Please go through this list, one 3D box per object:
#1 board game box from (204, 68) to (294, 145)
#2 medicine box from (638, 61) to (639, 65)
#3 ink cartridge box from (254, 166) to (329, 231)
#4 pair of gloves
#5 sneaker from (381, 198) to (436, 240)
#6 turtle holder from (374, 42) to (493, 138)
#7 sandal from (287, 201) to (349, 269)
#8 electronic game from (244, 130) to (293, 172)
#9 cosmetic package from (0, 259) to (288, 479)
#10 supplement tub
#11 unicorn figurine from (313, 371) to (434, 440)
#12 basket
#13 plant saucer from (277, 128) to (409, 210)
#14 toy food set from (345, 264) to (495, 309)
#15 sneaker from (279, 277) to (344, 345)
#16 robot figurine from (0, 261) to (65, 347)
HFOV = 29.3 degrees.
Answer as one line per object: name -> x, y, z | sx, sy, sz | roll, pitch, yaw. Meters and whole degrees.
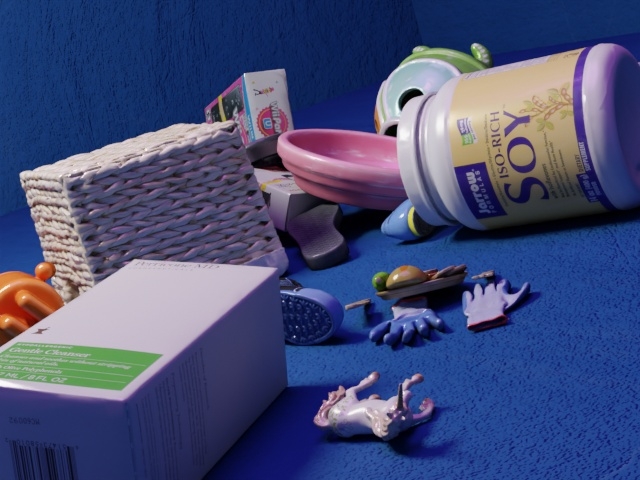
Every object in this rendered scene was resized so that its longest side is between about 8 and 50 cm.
board game box -> -0.149, -0.218, 2.623 | 0.097, 0.224, 0.303 | -8, -5, -24
medicine box -> 0.561, -0.223, 1.991 | 0.263, 0.149, 0.289 | -14, 5, 11
ink cartridge box -> -0.071, -0.077, 2.218 | 0.127, 0.072, 0.175 | -6, 21, -45
pair of gloves -> 0.158, 0.084, 1.489 | 0.198, 0.023, 0.159 | -14, 12, 12
sneaker -> 0.175, -0.054, 1.989 | 0.082, 0.069, 0.209 | -10, 13, 42
turtle holder -> 0.254, -0.228, 2.391 | 0.320, 0.243, 0.227 | 29, 47, 14
sandal -> -0.001, 0.001, 2.038 | 0.097, 0.054, 0.254 | -22, 21, 6
electronic game -> -0.112, -0.143, 2.347 | 0.229, 0.048, 0.229 | -22, -17, -7
cosmetic package -> -0.189, 0.149, 1.267 | 0.197, 0.155, 0.365 | 2, 19, 19
supplement tub -> 0.305, -0.143, 1.806 | 0.331, 0.241, 0.241 | -9, 14, 31
unicorn figurine -> 0.060, 0.164, 1.191 | 0.162, 0.060, 0.111 | -27, 3, 39
basket -> -0.279, -0.030, 2.008 | 0.331, 0.266, 0.328 | -19, 11, -23
plant saucer -> 0.085, -0.124, 2.173 | 0.332, 0.084, 0.332 | 8, 16, -2
toy food set -> 0.129, 0.048, 1.587 | 0.192, 0.039, 0.132 | -13, -2, 11
sneaker -> -0.041, 0.084, 1.605 | 0.232, 0.081, 0.090 | -5, 24, 48
robot figurine -> -0.473, 0.113, 1.930 | 0.128, 0.158, 0.219 | -4, 6, -24
